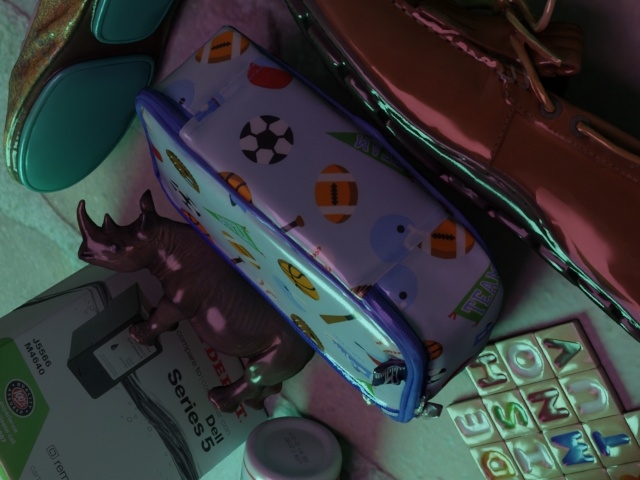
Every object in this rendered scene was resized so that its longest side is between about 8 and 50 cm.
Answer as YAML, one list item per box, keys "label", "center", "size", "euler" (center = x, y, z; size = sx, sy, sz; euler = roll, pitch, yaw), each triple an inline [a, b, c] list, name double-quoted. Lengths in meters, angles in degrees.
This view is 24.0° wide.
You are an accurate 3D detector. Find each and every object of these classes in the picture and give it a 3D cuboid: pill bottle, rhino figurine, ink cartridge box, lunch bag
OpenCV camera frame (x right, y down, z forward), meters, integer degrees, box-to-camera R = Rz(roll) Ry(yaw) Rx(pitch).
- label: "pill bottle"
  center: [-0.032, 0.240, 1.336]
  size: [0.087, 0.087, 0.160]
  euler: [28, 131, 26]
- label: "rhino figurine"
  center: [-0.105, 0.043, 1.245]
  size: [0.243, 0.073, 0.106]
  euler: [42, 112, -17]
- label: "ink cartridge box"
  center: [-0.198, 0.142, 1.289]
  size: [0.115, 0.273, 0.198]
  euler: [-16, 103, 42]
- label: "lunch bag"
  center: [0.000, 0.000, 1.102]
  size: [0.303, 0.115, 0.243]
  euler: [45, 165, 13]

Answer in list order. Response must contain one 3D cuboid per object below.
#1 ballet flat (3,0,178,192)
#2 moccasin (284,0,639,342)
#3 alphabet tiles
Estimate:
- label: "ballet flat"
  center: [-0.182, -0.181, 1.210]
  size: [0.123, 0.123, 0.348]
  euler: [45, 136, 11]
- label: "moccasin"
  center: [0.128, -0.091, 0.964]
  size: [0.380, 0.139, 0.147]
  euler: [40, 94, 11]
- label: "alphabet tiles"
  center: [0.203, 0.176, 1.152]
  size: [0.198, 0.009, 0.237]
  euler: [-22, 100, 46]
